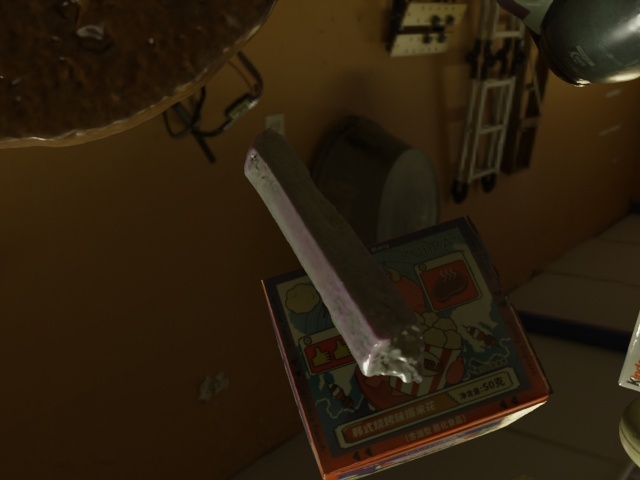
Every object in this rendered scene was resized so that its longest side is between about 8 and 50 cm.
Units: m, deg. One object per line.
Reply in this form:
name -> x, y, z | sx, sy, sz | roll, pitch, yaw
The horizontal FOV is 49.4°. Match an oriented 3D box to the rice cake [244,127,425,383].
rice cake -> -0.001, 0.000, 0.800 | 0.064, 0.070, 0.399 | -9, -137, -26

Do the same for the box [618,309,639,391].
box -> 0.520, 0.111, 0.825 | 0.265, 0.273, 0.048 | 17, -139, 23

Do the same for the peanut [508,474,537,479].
peanut -> 0.460, 0.606, 1.422 | 0.124, 0.256, 0.123 | -28, 172, -4

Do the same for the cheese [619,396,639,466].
cheese -> 0.529, 0.280, 1.096 | 0.164, 0.070, 0.249 | 1, -160, -7

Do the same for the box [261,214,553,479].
box -> 0.119, 0.182, 1.121 | 0.349, 0.318, 0.257 | -16, 156, -5

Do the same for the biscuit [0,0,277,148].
biscuit -> -0.158, -0.187, 0.400 | 0.273, 0.257, 0.049 | -23, -162, -8

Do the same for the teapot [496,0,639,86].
teapot -> 0.422, -0.366, 0.998 | 0.315, 0.233, 0.312 | 31, 147, -19
